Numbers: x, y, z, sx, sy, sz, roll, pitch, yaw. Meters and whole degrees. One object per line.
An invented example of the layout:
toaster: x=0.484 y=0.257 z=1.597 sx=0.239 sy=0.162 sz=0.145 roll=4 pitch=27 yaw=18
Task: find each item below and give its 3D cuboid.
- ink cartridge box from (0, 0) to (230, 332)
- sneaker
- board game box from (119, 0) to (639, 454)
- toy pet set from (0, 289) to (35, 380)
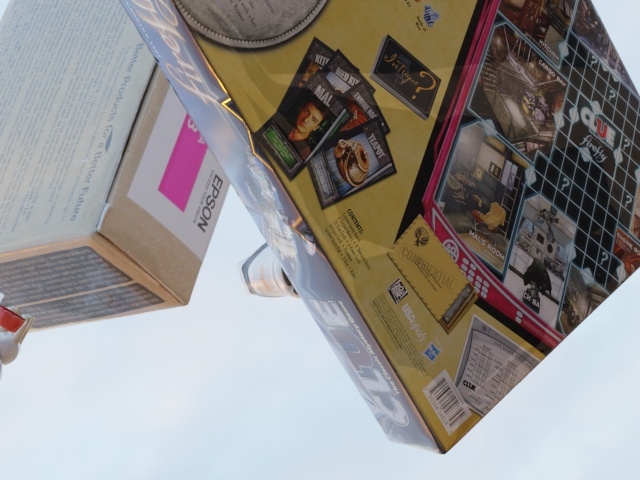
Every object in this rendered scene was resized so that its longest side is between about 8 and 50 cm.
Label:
ink cartridge box: x=-0.139 y=-0.065 z=1.216 sx=0.193 sy=0.234 sz=0.088 roll=-9 pitch=-39 yaw=40
sneaker: x=0.000 y=0.000 z=1.002 sx=0.044 sy=0.040 sz=0.109 roll=-9 pitch=10 yaw=41
board game box: x=0.036 y=-0.062 z=0.777 sx=0.165 sy=0.243 sz=0.042 roll=-40 pitch=23 yaw=-24
toy pet set: x=-0.198 y=0.037 z=0.929 sx=0.065 sy=0.122 sz=0.114 roll=-60 pitch=-3 yaw=-2
